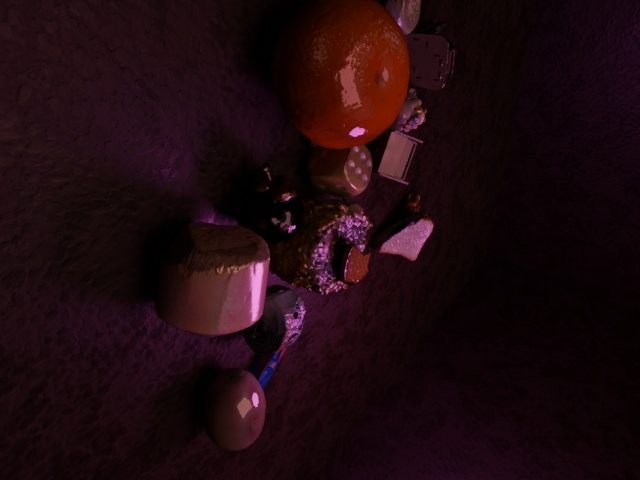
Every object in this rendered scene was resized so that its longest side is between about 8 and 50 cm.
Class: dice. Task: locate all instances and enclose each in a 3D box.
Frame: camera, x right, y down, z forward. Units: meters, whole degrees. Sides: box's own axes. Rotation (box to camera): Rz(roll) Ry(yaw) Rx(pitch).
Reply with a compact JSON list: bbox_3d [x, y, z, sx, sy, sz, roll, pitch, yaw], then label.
[{"bbox_3d":[0.067,-0.258,1.574,0.169,0.170,0.166,33,68,-50],"label":"dice"}]

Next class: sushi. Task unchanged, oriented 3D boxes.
[{"bbox_3d":[0.000,0.000,1.625,0.397,0.240,0.351,3,108,-59],"label":"sushi"}]

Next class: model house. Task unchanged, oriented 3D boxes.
[{"bbox_3d":[0.464,-0.765,1.834,0.278,0.205,0.218,-47,145,-39],"label":"model house"}]

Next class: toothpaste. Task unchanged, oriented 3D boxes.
[{"bbox_3d":[-0.238,0.525,1.796,0.320,0.066,0.076,-60,148,-8],"label":"toothpaste"}]

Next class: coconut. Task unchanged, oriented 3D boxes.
[{"bbox_3d":[-0.296,0.123,1.246,0.298,0.298,0.309,-14,126,-51],"label":"coconut"}]

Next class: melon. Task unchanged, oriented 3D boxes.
[{"bbox_3d":[-0.306,0.601,1.603,0.223,0.223,0.316,-29,129,-44],"label":"melon"}]

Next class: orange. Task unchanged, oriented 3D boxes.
[{"bbox_3d":[0.052,-0.477,1.289,0.424,0.326,0.423,-18,120,-35],"label":"orange"}]

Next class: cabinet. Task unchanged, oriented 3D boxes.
[{"bbox_3d":[0.256,-0.335,1.754,0.148,0.215,0.174,14,100,-28],"label":"cabinet"}]

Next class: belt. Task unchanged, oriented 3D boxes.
[{"bbox_3d":[-0.169,0.280,1.596,0.150,0.207,0.257,-19,134,-52],"label":"belt"}]

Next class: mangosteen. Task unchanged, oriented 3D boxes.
[{"bbox_3d":[-0.151,-0.113,1.364,0.211,0.212,0.249,-22,119,-47],"label":"mangosteen"}]

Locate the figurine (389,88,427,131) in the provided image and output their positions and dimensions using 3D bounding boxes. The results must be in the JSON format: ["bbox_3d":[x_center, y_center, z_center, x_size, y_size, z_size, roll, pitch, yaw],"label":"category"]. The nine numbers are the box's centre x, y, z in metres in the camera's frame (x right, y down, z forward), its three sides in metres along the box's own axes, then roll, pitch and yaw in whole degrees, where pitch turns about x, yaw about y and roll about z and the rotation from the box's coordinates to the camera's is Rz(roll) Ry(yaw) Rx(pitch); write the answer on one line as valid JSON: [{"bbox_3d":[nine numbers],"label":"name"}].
[{"bbox_3d":[0.366,-0.546,1.866,0.235,0.155,0.127,-42,151,-35],"label":"figurine"}]

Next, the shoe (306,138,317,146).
[{"bbox_3d":[-0.010,-0.367,1.517,0.109,0.072,0.069,-38,178,-29],"label":"shoe"}]

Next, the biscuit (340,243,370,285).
[{"bbox_3d":[0.124,0.077,1.614,0.176,0.031,0.228,-47,147,-34],"label":"biscuit"}]

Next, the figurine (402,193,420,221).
[{"bbox_3d":[0.468,-0.135,2.354,0.102,0.112,0.194,-58,149,-44],"label":"figurine"}]

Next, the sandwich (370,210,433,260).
[{"bbox_3d":[0.411,-0.036,2.239,0.289,0.099,0.254,12,112,-35],"label":"sandwich"}]

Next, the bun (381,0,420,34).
[{"bbox_3d":[0.282,-0.840,1.583,0.221,0.108,0.221,-43,143,-45],"label":"bun"}]

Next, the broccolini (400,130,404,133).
[{"bbox_3d":[0.375,-0.516,1.996,0.051,0.054,0.239,42,72,-42],"label":"broccolini"}]
